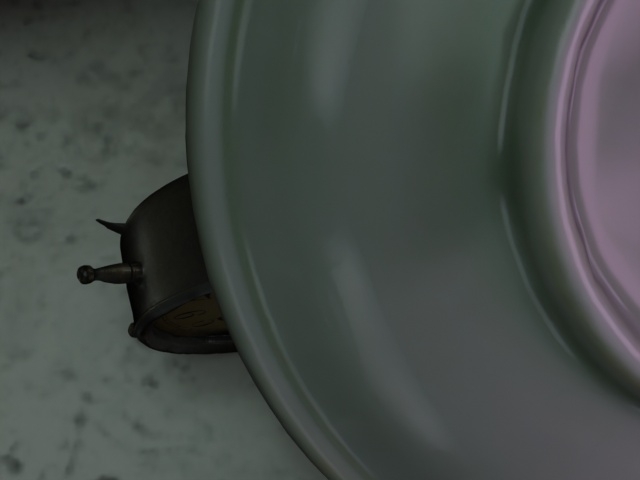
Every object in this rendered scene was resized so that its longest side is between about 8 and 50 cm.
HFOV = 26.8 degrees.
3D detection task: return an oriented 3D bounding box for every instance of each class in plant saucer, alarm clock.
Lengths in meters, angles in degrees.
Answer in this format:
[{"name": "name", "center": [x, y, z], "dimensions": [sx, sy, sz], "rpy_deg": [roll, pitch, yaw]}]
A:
[{"name": "plant saucer", "center": [0.156, -0.043, 0.490], "dimensions": [0.400, 0.100, 0.401], "rpy_deg": [-2, 98, -16]}, {"name": "alarm clock", "center": [0.000, 0.000, 0.572], "dimensions": [0.192, 0.129, 0.064], "rpy_deg": [-9, 74, 0]}]
